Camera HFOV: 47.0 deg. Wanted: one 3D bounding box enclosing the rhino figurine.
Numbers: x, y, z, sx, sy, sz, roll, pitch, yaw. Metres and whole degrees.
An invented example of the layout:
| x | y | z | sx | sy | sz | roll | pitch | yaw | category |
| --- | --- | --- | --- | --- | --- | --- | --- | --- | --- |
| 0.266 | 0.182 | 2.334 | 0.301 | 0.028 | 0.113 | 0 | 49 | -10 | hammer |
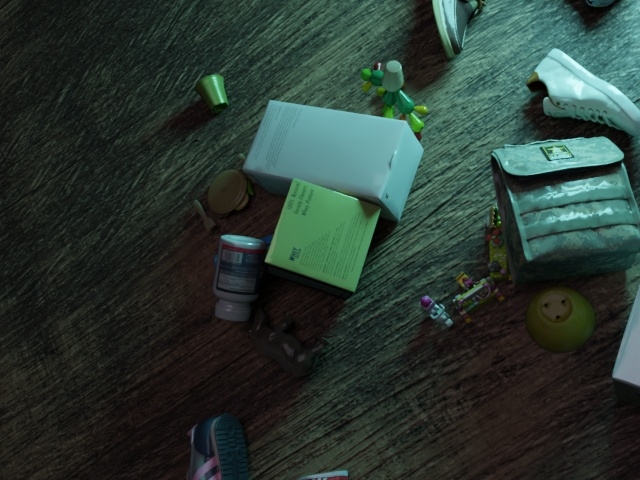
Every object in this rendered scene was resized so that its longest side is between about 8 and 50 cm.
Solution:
| x | y | z | sx | sy | sz | roll | pitch | yaw | category |
| --- | --- | --- | --- | --- | --- | --- | --- | --- | --- |
| -0.094 | 0.219 | 1.653 | 0.243 | 0.073 | 0.106 | 27 | 80 | 31 | rhino figurine |

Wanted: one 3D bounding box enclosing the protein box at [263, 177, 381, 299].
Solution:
| x | y | z | sx | sy | sz | roll | pitch | yaw | category |
| --- | --- | --- | --- | --- | --- | --- | --- | --- | --- |
| 0.000 | 0.000 | 1.614 | 0.201 | 0.136 | 0.199 | 18 | 77 | -2 | protein box |

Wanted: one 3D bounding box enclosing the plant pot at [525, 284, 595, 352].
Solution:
| x | y | z | sx | sy | sz | roll | pitch | yaw | category |
| --- | --- | --- | --- | --- | --- | --- | --- | --- | --- |
| 0.460 | 0.142 | 1.428 | 0.134 | 0.095 | 0.134 | -9 | 67 | 21 | plant pot |

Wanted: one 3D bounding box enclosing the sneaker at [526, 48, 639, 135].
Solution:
| x | y | z | sx | sy | sz | roll | pitch | yaw | category |
| --- | --- | --- | --- | --- | --- | --- | --- | --- | --- |
| 0.554 | -0.282 | 1.553 | 0.123 | 0.106 | 0.290 | -46 | 50 | 9 | sneaker |

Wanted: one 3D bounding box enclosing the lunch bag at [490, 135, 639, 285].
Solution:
| x | y | z | sx | sy | sz | roll | pitch | yaw | category |
| --- | --- | --- | --- | --- | --- | --- | --- | --- | --- |
| 0.474 | -0.079 | 1.444 | 0.235 | 0.169 | 0.287 | -8 | 66 | 2 | lunch bag |

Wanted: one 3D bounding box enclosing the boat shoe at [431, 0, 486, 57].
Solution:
| x | y | z | sx | sy | sz | roll | pitch | yaw | category |
| --- | --- | --- | --- | --- | --- | --- | --- | --- | --- |
| 0.339 | -0.593 | 1.749 | 0.123 | 0.123 | 0.342 | -5 | 63 | 23 | boat shoe |

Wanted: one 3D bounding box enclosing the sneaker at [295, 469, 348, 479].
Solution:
| x | y | z | sx | sy | sz | roll | pitch | yaw | category |
| --- | --- | --- | --- | --- | --- | --- | --- | --- | --- |
| 0.003 | 0.515 | 1.515 | 0.118 | 0.042 | 0.067 | -16 | 62 | 15 | sneaker |

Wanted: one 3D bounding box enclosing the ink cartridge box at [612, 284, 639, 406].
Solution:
| x | y | z | sx | sy | sz | roll | pitch | yaw | category |
| --- | --- | --- | --- | --- | --- | --- | --- | --- | --- |
| 0.621 | 0.193 | 1.238 | 0.198 | 0.270 | 0.197 | 17 | 79 | 28 | ink cartridge box |

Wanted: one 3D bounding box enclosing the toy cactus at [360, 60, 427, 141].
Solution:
| x | y | z | sx | sy | sz | roll | pitch | yaw | category |
| --- | --- | --- | --- | --- | --- | --- | --- | --- | --- |
| 0.174 | -0.344 | 1.698 | 0.112 | 0.180 | 0.219 | -24 | 66 | -9 | toy cactus |

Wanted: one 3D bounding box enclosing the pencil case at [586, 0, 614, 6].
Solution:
| x | y | z | sx | sy | sz | roll | pitch | yaw | category |
| --- | --- | --- | --- | --- | --- | --- | --- | --- | --- |
| 0.581 | -0.646 | 1.665 | 0.124 | 0.113 | 0.273 | -47 | 58 | 24 | pencil case |

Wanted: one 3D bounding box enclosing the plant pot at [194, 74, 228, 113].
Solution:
| x | y | z | sx | sy | sz | roll | pitch | yaw | category |
| --- | --- | --- | --- | --- | --- | --- | --- | --- | --- |
| -0.284 | -0.385 | 1.967 | 0.083 | 0.083 | 0.079 | -27 | 75 | 12 | plant pot |

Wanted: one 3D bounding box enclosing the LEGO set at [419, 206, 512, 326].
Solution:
| x | y | z | sx | sy | sz | roll | pitch | yaw | category |
| --- | --- | --- | --- | --- | --- | --- | --- | --- | --- |
| 0.327 | 0.054 | 1.511 | 0.132 | 0.107 | 0.287 | 34 | 86 | 30 | LEGO set |

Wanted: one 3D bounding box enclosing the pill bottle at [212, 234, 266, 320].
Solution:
| x | y | z | sx | sy | sz | roll | pitch | yaw | category |
| --- | --- | --- | --- | --- | --- | --- | --- | --- | --- |
| -0.186 | 0.084 | 1.655 | 0.108 | 0.108 | 0.180 | 13 | 98 | 27 | pill bottle |

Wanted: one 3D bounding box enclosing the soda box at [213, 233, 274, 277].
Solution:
| x | y | z | sx | sy | sz | roll | pitch | yaw | category |
| --- | --- | --- | --- | --- | --- | --- | --- | --- | --- |
| -0.143 | 0.044 | 1.742 | 0.210 | 0.067 | 0.071 | -20 | 65 | 16 | soda box |

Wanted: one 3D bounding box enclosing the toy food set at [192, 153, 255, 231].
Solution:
| x | y | z | sx | sy | sz | roll | pitch | yaw | category |
| --- | --- | --- | --- | --- | --- | --- | --- | --- | --- |
| -0.231 | -0.118 | 1.865 | 0.192 | 0.038 | 0.132 | -43 | 53 | 9 | toy food set |

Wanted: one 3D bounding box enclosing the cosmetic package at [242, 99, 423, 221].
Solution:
| x | y | z | sx | sy | sz | roll | pitch | yaw | category |
| --- | --- | --- | --- | --- | --- | --- | --- | --- | --- |
| 0.028 | -0.187 | 1.706 | 0.366 | 0.155 | 0.197 | 16 | 78 | 27 | cosmetic package |

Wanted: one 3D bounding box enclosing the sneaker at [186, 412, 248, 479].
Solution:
| x | y | z | sx | sy | sz | roll | pitch | yaw | category |
| --- | --- | --- | --- | --- | --- | --- | --- | --- | --- |
| -0.229 | 0.543 | 1.584 | 0.131 | 0.112 | 0.319 | -21 | 60 | 34 | sneaker |
